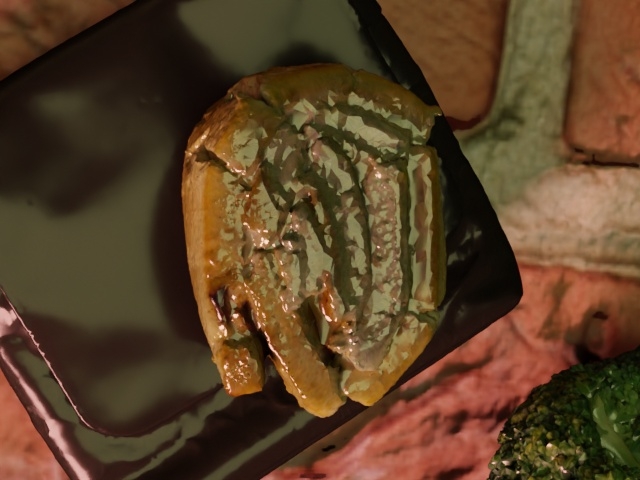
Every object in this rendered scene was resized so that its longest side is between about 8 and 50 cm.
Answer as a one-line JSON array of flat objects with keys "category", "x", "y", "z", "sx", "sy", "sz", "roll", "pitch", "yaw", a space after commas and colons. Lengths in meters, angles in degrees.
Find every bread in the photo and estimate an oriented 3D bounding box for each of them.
[{"category": "bread", "x": 0.000, "y": 0.000, "z": 0.758, "sx": 0.117, "sy": 0.064, "sz": 0.156, "roll": -8, "pitch": 94, "yaw": -14}]

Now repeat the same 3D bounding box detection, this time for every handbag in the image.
[{"category": "handbag", "x": -0.051, "y": -0.006, "z": 0.819, "sx": 0.247, "sy": 0.080, "sz": 0.223, "roll": -32, "pitch": 101, "yaw": -12}]

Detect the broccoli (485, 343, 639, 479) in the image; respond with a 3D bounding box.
[{"category": "broccoli", "x": 0.189, "y": 0.172, "z": 0.865, "sx": 0.269, "sy": 0.241, "sz": 0.262, "roll": 41, "pitch": 62, "yaw": -50}]
